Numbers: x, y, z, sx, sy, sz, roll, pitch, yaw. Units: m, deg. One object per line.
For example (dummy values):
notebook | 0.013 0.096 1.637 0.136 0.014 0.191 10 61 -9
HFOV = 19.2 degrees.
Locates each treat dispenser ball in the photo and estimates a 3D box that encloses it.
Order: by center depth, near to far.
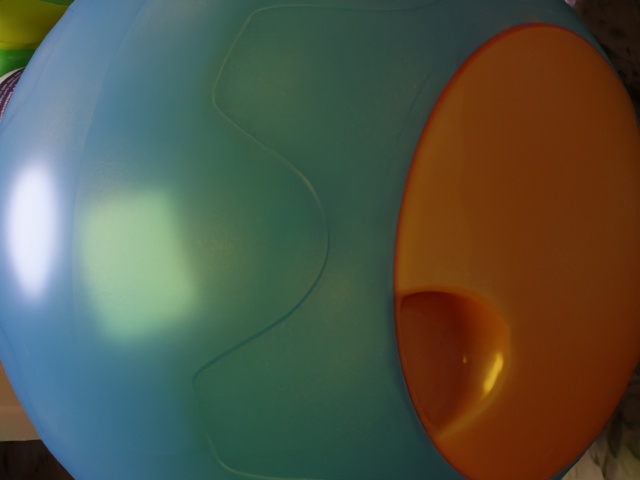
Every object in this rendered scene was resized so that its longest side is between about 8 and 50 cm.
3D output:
treat dispenser ball | 0.000 0.000 0.806 0.288 0.288 0.288 20 114 56

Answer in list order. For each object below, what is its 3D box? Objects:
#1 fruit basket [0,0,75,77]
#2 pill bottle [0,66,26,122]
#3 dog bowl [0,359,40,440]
fruit basket | -0.198 -0.252 1.128 0.392 0.283 0.392 -6 82 44
pill bottle | -0.148 -0.058 1.163 0.193 0.108 0.108 -1 97 41
dog bowl | -0.171 0.047 1.053 0.349 0.349 0.102 -3 88 59
